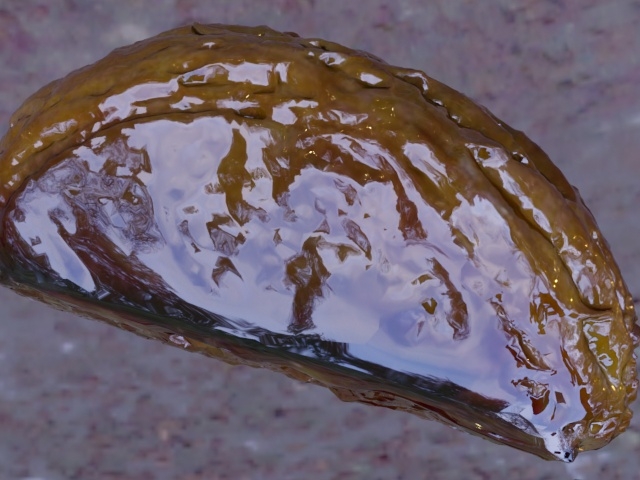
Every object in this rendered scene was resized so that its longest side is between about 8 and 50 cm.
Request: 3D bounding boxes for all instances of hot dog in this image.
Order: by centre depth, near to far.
[{"bbox_3d":[-0.001,0.002,0.469,0.227,0.099,0.160,19,167,15],"label":"hot dog"}]

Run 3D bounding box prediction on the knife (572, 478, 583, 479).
[{"bbox_3d":[0.243,0.205,0.788,0.256,0.046,0.022,32,113,-4],"label":"knife"}]
